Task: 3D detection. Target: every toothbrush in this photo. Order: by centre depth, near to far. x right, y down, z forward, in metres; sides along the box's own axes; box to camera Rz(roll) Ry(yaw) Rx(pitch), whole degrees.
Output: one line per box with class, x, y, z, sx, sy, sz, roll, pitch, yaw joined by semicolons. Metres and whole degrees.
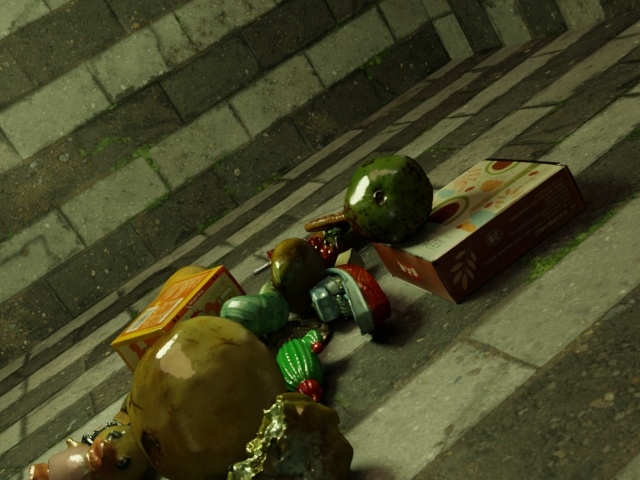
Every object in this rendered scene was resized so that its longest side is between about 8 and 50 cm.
toothbrush;-0.087;0.025;2.516;0.354;0.029;0.024;-29;3;10

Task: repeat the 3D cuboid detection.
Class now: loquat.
loquat;-0.414;0.188;2.347;0.238;0.193;0.238;-39;13;10

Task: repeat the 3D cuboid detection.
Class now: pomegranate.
pomegranate;-0.222;0.319;1.454;0.332;0.333;0.332;-29;16;9
pomegranate;0.166;-0.089;1.709;0.214;0.214;0.248;-28;-16;11

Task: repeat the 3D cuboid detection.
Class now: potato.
potato;0.077;0.082;1.955;0.061;0.086;0.122;-22;25;24

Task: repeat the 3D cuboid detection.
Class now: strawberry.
strawberry;-0.023;0.036;2.205;0.286;0.106;0.188;-19;-4;28

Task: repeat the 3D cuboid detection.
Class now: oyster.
oyster;-0.091;0.248;1.767;0.259;0.092;0.198;-36;20;-25

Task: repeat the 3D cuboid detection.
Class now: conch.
conch;-0.156;0.175;1.721;0.188;0.122;0.176;-25;6;-34

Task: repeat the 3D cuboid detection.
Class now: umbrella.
umbrella;-0.613;0.549;1.870;0.224;0.071;0.080;-41;-10;-12

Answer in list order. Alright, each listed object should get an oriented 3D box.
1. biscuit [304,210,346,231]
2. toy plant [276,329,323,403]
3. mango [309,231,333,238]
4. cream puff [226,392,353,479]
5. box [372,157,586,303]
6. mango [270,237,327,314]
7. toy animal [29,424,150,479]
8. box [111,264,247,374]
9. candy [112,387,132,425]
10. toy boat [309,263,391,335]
biscuit;0.096;-0.072;2.235;0.305;0.038;0.305;-12;-3;-1
toy plant;-0.049;0.295;1.560;0.154;0.088;0.240;-41;25;28
mango;0.000;0.000;2.374;0.127;0.063;0.077;-41;10;-32
cream puff;-0.051;0.371;1.207;0.194;0.195;0.221;-7;42;56
box;0.359;-0.040;1.724;0.385;0.122;0.344;-35;17;-11
mango;-0.063;0.091;1.874;0.146;0.193;0.316;-10;-17;13
toy animal;-0.486;0.507;1.612;0.281;0.195;0.169;-33;-24;10
box;-0.312;0.255;1.838;0.213;0.260;0.283;-20;20;37
candy;-0.447;0.395;1.967;0.271;0.101;0.143;-45;14;-22
toy boat;0.059;0.141;1.684;0.133;0.145;0.332;-24;10;-10
